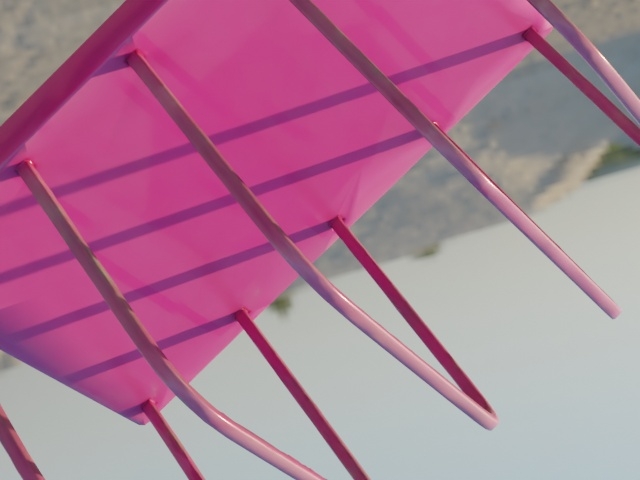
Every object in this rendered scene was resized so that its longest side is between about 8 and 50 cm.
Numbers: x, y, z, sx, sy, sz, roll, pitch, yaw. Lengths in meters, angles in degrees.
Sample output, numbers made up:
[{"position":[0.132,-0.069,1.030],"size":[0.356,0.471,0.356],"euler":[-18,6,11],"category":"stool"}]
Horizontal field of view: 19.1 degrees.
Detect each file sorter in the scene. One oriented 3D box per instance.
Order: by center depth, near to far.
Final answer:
[{"position":[0.000,0.000,0.832],"size":[0.290,0.182,0.202],"euler":[-44,142,6],"category":"file sorter"}]
